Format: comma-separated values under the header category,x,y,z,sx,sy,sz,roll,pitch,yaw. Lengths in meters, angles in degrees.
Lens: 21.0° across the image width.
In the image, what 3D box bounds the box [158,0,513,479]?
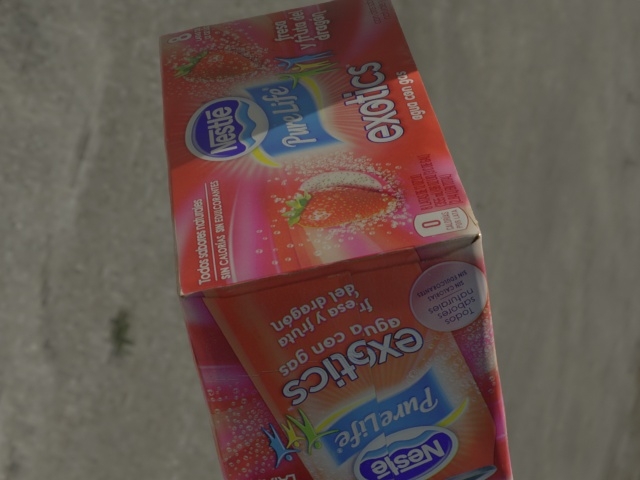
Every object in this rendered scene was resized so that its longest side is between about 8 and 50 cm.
category,x,y,z,sx,sy,sz,roll,pitch,yaw
box,0.000,0.000,0.922,0.300,0.142,0.154,-103,-179,-59
